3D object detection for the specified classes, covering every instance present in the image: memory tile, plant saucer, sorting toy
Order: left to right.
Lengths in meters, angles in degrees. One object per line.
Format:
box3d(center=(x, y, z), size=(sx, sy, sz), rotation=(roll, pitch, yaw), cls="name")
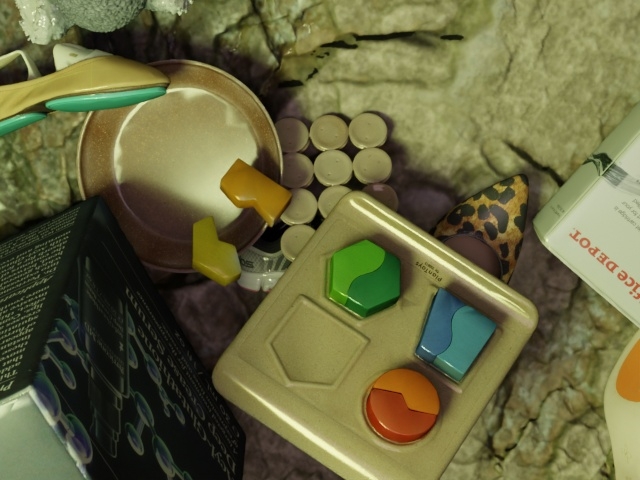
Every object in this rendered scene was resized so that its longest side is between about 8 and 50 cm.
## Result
box3d(center=(-0.128, -0.070, 1.479), size=(0.198, 0.036, 0.198), rotation=(2, 99, 11), cls="plant saucer")
box3d(center=(0.012, 0.063, 1.380), size=(0.307, 0.041, 0.229), rotation=(33, 66, 7), cls="sorting toy")
box3d(center=(0.014, -0.049, 1.473), size=(0.113, 0.012, 0.148), rotation=(-5, 67, -2), cls="memory tile")

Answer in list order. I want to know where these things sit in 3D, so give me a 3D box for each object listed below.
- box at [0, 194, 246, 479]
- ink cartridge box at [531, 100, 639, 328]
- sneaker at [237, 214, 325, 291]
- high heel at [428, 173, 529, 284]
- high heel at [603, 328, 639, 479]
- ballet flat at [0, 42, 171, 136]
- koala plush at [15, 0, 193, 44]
box3d(center=(-0.227, 0.188, 1.341), size=(0.212, 0.395, 0.293), rotation=(-25, 111, 10), cls="box")
box3d(center=(0.322, -0.037, 1.482), size=(0.153, 0.087, 0.208), rotation=(41, 98, -9), cls="ink cartridge box")
box3d(center=(0.000, 0.000, 1.496), size=(0.170, 0.063, 0.075), rotation=(-8, 109, 6), cls="sneaker")
box3d(center=(0.125, 0.061, 1.449), size=(0.093, 0.186, 0.261), rotation=(33, 100, -7), cls="high heel")
box3d(center=(0.338, 0.192, 1.553), size=(0.117, 0.082, 0.244), rotation=(13, 88, -36), cls="high heel")
box3d(center=(-0.249, -0.143, 1.438), size=(0.232, 0.080, 0.073), rotation=(-12, 86, 16), cls="ballet flat")
box3d(center=(-0.207, -0.282, 1.394), size=(0.196, 0.203, 0.221), rotation=(-17, 123, 2), cls="koala plush")
